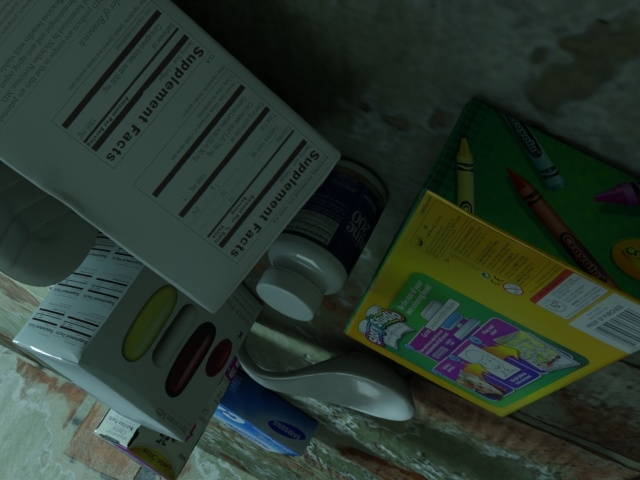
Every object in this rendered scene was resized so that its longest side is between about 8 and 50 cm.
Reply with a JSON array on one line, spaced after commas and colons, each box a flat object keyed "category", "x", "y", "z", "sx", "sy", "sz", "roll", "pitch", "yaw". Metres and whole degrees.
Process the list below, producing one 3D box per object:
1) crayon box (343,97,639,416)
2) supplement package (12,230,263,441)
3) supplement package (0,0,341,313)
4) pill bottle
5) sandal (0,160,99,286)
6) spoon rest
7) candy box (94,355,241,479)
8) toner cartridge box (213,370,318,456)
[{"category": "crayon box", "x": 0.127, "y": 0.037, "z": 0.505, "sx": 0.165, "sy": 0.081, "sz": 0.278, "roll": 28, "pitch": 154, "yaw": 5}, {"category": "supplement package", "x": -0.216, "y": 0.102, "z": 0.834, "sx": 0.149, "sy": 0.203, "sz": 0.194, "roll": 6, "pitch": 146, "yaw": 40}, {"category": "supplement package", "x": -0.131, "y": -0.087, "z": 0.443, "sx": 0.244, "sy": 0.134, "sz": 0.139, "roll": 39, "pitch": 178, "yaw": -20}, {"category": "pill bottle", "x": 0.000, "y": 0.000, "z": 0.525, "sx": 0.067, "sy": 0.120, "sz": 0.067, "roll": 24, "pitch": 154, "yaw": 12}, {"category": "sandal", "x": -0.310, "y": -0.140, "z": 0.555, "sx": 0.102, "sy": 0.169, "sz": 0.416, "roll": 9, "pitch": 135, "yaw": 31}, {"category": "spoon rest", "x": -0.004, "y": 0.177, "z": 0.890, "sx": 0.276, "sy": 0.084, "sz": 0.137, "roll": 20, "pitch": 153, "yaw": 21}, {"category": "candy box", "x": -0.225, "y": 0.237, "z": 1.047, "sx": 0.071, "sy": 0.233, "sz": 0.159, "roll": 15, "pitch": 151, "yaw": 28}, {"category": "toner cartridge box", "x": -0.187, "y": 0.296, "z": 1.297, "sx": 0.348, "sy": 0.075, "sz": 0.165, "roll": 37, "pitch": 154, "yaw": -16}]
